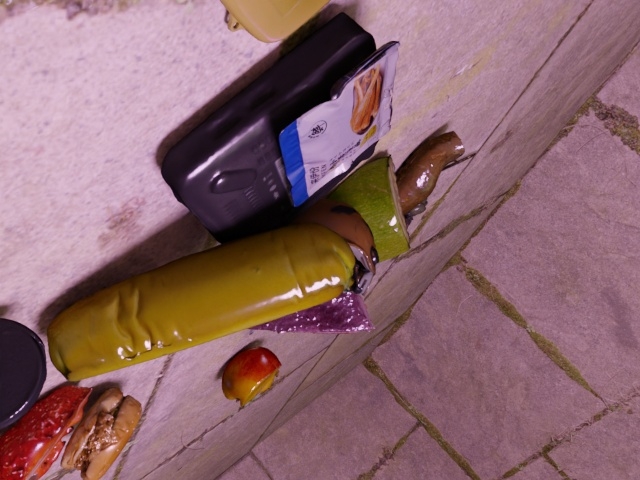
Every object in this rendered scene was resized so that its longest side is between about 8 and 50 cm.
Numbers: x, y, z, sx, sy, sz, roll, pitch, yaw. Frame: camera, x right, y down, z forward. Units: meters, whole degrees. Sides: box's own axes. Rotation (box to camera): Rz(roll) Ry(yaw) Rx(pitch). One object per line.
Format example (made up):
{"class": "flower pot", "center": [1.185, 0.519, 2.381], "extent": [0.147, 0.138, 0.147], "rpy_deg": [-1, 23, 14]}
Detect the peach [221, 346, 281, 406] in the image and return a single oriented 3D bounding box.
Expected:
{"class": "peach", "center": [-0.171, 0.321, 1.406], "extent": [0.151, 0.118, 0.151], "rpy_deg": [-12, -174, 1]}

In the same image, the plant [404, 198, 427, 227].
{"class": "plant", "center": [0.203, -0.072, 1.397], "extent": [0.174, 0.087, 0.085], "rpy_deg": [-50, -162, 7]}

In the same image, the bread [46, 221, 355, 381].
{"class": "bread", "center": [-0.144, 0.069, 0.737], "extent": [0.384, 0.112, 0.166], "rpy_deg": [-18, 176, -6]}

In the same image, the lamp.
{"class": "lamp", "center": [-0.328, 0.026, 0.473], "extent": [0.130, 0.108, 0.371], "rpy_deg": [-24, 142, -20]}

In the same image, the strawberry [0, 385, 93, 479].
{"class": "strawberry", "center": [-0.401, 0.279, 0.836], "extent": [0.187, 0.082, 0.146], "rpy_deg": [-54, -172, -16]}

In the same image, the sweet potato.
{"class": "sweet potato", "center": [0.199, -0.117, 1.261], "extent": [0.286, 0.085, 0.112], "rpy_deg": [-51, 166, 24]}

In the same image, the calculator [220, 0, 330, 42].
{"class": "calculator", "center": [0.001, -0.274, 0.523], "extent": [0.236, 0.033, 0.157], "rpy_deg": [-45, 164, 9]}

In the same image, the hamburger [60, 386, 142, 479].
{"class": "hamburger", "center": [-0.353, 0.311, 0.952], "extent": [0.138, 0.083, 0.147], "rpy_deg": [-60, -170, 3]}

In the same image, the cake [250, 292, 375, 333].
{"class": "cake", "center": [-0.048, 0.127, 1.096], "extent": [0.295, 0.112, 0.116], "rpy_deg": [-5, 176, 2]}

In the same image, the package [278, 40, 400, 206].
{"class": "package", "center": [0.025, -0.128, 0.679], "extent": [0.173, 0.027, 0.171], "rpy_deg": [-43, 162, -13]}

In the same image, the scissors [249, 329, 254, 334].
{"class": "scissors", "center": [-0.108, 0.132, 1.253], "extent": [0.110, 0.021, 0.212], "rpy_deg": [-11, 145, -49]}

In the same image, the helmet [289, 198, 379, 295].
{"class": "helmet", "center": [0.000, 0.000, 0.964], "extent": [0.224, 0.198, 0.130], "rpy_deg": [70, 23, -58]}

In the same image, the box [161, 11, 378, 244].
{"class": "box", "center": [-0.041, -0.111, 0.741], "extent": [0.289, 0.073, 0.290], "rpy_deg": [-41, 162, -8]}

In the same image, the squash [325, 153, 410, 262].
{"class": "squash", "center": [0.011, -0.036, 1.103], "extent": [0.289, 0.203, 0.111], "rpy_deg": [-14, 170, 18]}
